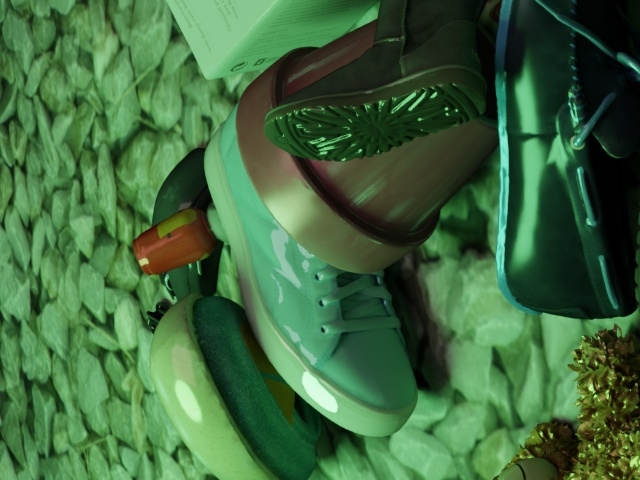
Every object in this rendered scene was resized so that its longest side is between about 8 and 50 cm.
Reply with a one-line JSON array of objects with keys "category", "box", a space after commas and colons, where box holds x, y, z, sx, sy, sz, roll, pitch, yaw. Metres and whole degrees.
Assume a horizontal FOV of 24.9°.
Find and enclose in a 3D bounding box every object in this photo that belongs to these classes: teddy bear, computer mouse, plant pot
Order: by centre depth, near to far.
[{"category": "teddy bear", "box": [0.240, 0.191, 1.072, 0.338, 0.113, 0.245, 8, 101, 53]}, {"category": "plant pot", "box": [0.060, -0.101, 1.207, 0.180, 0.201, 0.201, -36, 67, 34]}, {"category": "computer mouse", "box": [-0.140, 0.042, 1.599, 0.184, 0.060, 0.262, 44, 130, 41]}]

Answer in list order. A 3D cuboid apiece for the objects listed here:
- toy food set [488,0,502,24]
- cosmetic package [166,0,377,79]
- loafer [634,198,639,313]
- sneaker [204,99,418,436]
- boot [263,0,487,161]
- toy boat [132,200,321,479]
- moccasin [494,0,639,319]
[{"category": "toy food set", "box": [0.159, -0.223, 1.174, 0.078, 0.019, 0.122, 53, 135, 33]}, {"category": "cosmetic package", "box": [0.001, -0.328, 1.230, 0.385, 0.156, 0.217, -36, 76, 47]}, {"category": "loafer", "box": [0.290, -0.110, 0.955, 0.130, 0.134, 0.366, 7, 112, 22]}, {"category": "sneaker", "box": [0.000, 0.000, 1.340, 0.366, 0.135, 0.150, 62, 141, 23]}, {"category": "boot", "box": [0.053, -0.169, 1.084, 0.189, 0.076, 0.209, -10, 58, 23]}, {"category": "toy boat", "box": [-0.085, 0.090, 1.442, 0.267, 0.148, 0.318, 56, -168, -59]}, {"category": "moccasin", "box": [0.203, -0.098, 1.067, 0.116, 0.138, 0.342, 14, 128, 27]}]
